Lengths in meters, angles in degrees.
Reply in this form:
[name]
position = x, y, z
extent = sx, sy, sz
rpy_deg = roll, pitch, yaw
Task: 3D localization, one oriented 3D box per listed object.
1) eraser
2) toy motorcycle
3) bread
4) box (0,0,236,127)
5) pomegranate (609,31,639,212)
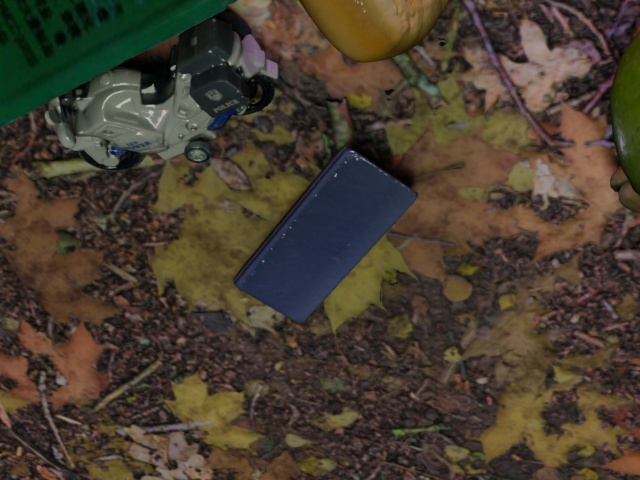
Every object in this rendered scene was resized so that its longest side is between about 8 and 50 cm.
[eraser]
position = 0.000, 0.000, 1.047
extent = 0.082, 0.036, 0.225
rpy_deg = 32, 125, -12
[toy motorcycle]
position = -0.151, -0.129, 0.952
extent = 0.221, 0.102, 0.150
rpy_deg = -20, 140, 26
[bread]
position = 0.015, -0.239, 0.811
extent = 0.098, 0.147, 0.217
rpy_deg = -5, 124, 38
[box]
position = -0.216, -0.259, 0.848
extent = 0.337, 0.106, 0.264
rpy_deg = -22, 109, 23
[pomegranate]
position = 0.311, -0.104, 0.853
extent = 0.190, 0.241, 0.159
rpy_deg = -36, 78, 7
